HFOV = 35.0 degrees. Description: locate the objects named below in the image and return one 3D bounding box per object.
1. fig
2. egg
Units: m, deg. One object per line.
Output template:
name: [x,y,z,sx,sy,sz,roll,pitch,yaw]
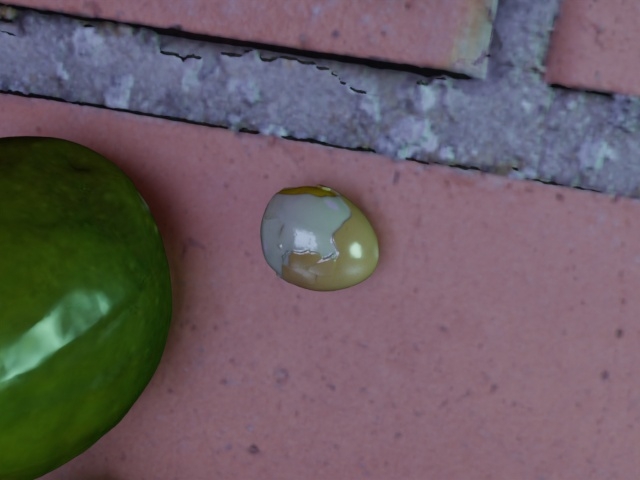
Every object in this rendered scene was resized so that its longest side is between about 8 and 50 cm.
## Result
fig: [-0.249,0.055,0.667,0.233,0.314,0.233,16,114,40]
egg: [0.000,0.000,0.694,0.083,0.071,0.071,19,102,10]
